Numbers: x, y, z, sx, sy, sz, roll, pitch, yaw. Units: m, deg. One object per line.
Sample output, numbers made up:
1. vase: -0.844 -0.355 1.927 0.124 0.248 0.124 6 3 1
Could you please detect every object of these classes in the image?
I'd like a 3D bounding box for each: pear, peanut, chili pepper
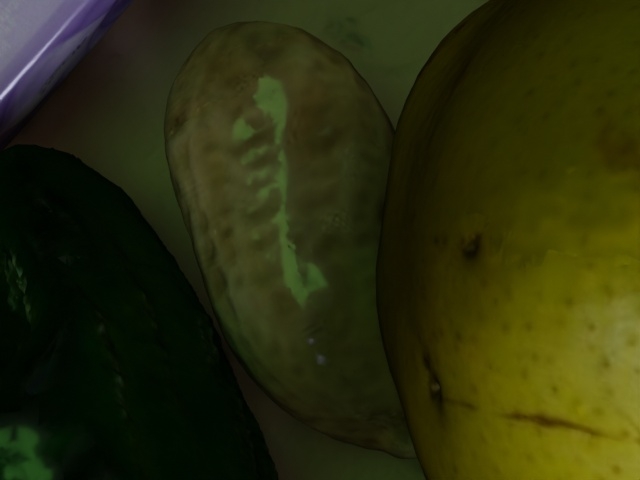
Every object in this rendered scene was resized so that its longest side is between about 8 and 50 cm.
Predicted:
1. pear: 0.206 0.035 0.790 0.418 0.362 0.362 22 85 42
2. peanut: 0.000 0.000 0.981 0.137 0.122 0.253 -9 76 -30
3. chili pepper: -0.138 0.107 0.920 0.213 0.167 0.385 -19 47 -8

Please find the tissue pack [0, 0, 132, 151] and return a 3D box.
1. tissue pack: -0.180 -0.236 1.037 0.242 0.160 0.338 42 95 -4
